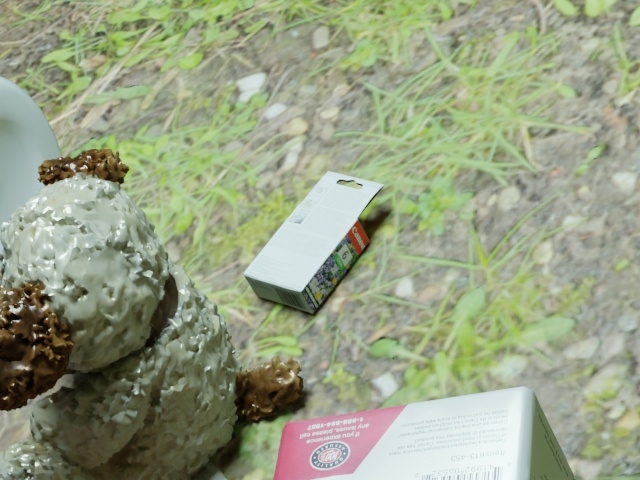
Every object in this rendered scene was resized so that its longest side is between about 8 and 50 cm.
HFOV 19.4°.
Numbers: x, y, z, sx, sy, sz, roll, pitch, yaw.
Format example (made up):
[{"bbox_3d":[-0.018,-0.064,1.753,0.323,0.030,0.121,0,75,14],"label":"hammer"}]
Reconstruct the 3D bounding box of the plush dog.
[{"bbox_3d":[-0.147,0.060,1.306,0.211,0.225,0.262,-11,44,21],"label":"plush dog"}]

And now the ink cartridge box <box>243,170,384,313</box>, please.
[{"bbox_3d":[0.000,0.000,1.434,0.063,0.029,0.115,16,57,41],"label":"ink cartridge box"}]

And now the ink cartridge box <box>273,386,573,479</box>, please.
[{"bbox_3d":[0.054,0.218,1.124,0.172,0.100,0.237,-11,43,21],"label":"ink cartridge box"}]

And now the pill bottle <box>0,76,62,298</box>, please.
[{"bbox_3d":[-0.400,-0.036,1.581,0.334,0.188,0.188,-4,47,27],"label":"pill bottle"}]
